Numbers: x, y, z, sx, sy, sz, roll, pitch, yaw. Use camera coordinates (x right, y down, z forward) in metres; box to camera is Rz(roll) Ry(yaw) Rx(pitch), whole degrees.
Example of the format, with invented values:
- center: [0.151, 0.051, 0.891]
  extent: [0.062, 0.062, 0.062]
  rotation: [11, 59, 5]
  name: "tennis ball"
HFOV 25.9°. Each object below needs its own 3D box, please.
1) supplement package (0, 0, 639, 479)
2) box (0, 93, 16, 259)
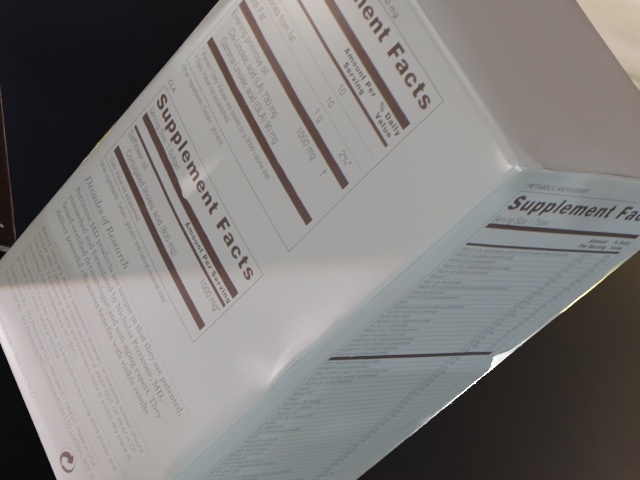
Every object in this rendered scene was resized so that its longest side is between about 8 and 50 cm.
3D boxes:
- center: [0.000, 0.000, 0.554]
  extent: [0.139, 0.244, 0.134]
  rotation: [3, -130, -50]
  name: "supplement package"
- center: [-0.251, -0.115, 0.643]
  extent: [0.184, 0.103, 0.261]
  rotation: [16, -123, -51]
  name: "box"
